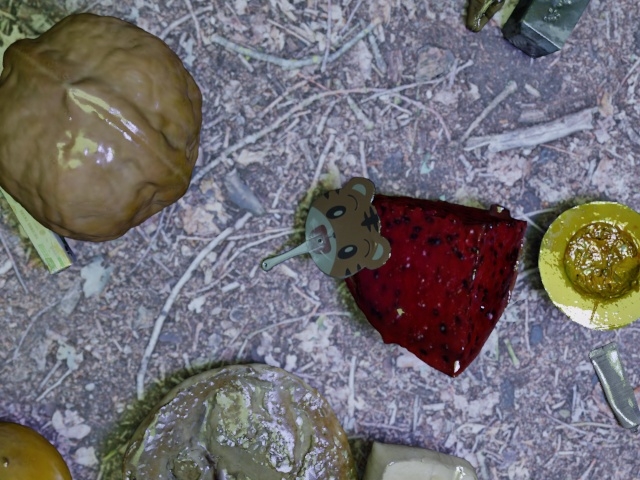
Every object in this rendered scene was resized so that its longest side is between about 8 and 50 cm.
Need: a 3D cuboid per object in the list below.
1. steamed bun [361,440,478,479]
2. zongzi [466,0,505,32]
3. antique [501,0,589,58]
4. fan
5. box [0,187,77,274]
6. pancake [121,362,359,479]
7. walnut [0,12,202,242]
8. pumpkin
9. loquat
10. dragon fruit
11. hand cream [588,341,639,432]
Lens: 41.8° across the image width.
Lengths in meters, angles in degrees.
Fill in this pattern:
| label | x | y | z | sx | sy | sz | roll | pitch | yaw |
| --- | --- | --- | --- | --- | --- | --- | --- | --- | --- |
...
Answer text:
| label | x | y | z | sx | sy | sz | roll | pitch | yaw |
| --- | --- | --- | --- | --- | --- | --- | --- | --- | --- |
| steamed bun | 0.150 | 0.414 | 1.393 | 0.212 | 0.110 | 0.231 | -1 | 115 | -25 |
| zongzi | 0.256 | -0.400 | 1.402 | 0.083 | 0.040 | 0.076 | 42 | 91 | 1 |
| antique | 0.388 | -0.399 | 1.401 | 0.088 | 0.086 | 0.183 | 31 | 87 | -11 |
| fan | 0.000 | 0.000 | 1.328 | 0.226 | 0.008 | 0.152 | -22 | 74 | 22 |
| box | -0.440 | -0.045 | 1.276 | 0.041 | 0.050 | 0.207 | -29 | 98 | -7 |
| pancake | -0.127 | 0.380 | 1.346 | 0.387 | 0.082 | 0.387 | -1 | 96 | -14 |
| walnut | -0.306 | -0.152 | 1.149 | 0.306 | 0.344 | 0.306 | 0 | 82 | -1 |
| pumpkin | 0.472 | 0.039 | 1.442 | 0.217 | 0.110 | 0.217 | 0 | 89 | 1 |
| loquat | -0.479 | 0.386 | 1.185 | 0.275 | 0.275 | 0.275 | -1 | 93 | -11 |
| dragon fruit | 0.163 | -0.004 | 1.324 | 0.330 | 0.240 | 0.302 | 31 | 50 | 17 |
| hand cream | 0.534 | 0.267 | 1.501 | 0.057 | 0.037 | 0.165 | -22 | 90 | -9 |
